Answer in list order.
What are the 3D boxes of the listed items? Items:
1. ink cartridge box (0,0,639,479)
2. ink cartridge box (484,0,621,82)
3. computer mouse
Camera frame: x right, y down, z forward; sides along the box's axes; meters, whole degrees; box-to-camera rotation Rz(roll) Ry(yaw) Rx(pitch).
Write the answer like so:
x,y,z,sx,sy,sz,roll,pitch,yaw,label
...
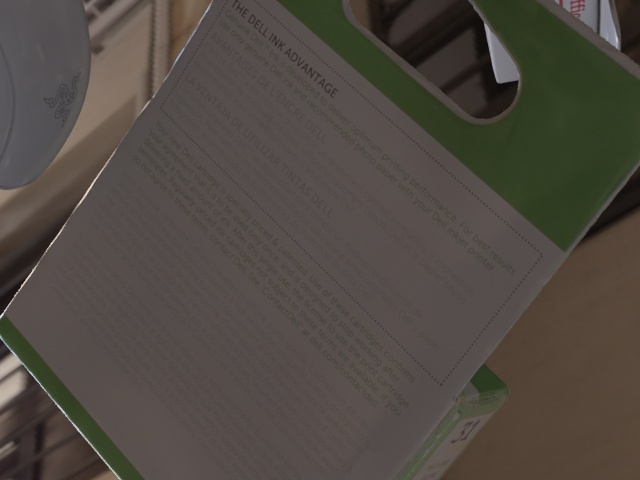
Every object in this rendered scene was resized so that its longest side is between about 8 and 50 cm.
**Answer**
x,y,z,sx,sy,sz,roll,pitch,yaw,label
0.000,0.000,0.462,0.171,0.235,0.056,44,-162,24,ink cartridge box
0.108,-0.155,0.664,0.104,0.060,0.180,59,-158,-68,ink cartridge box
-0.115,-0.113,0.455,0.106,0.042,0.193,-42,-56,-58,computer mouse
